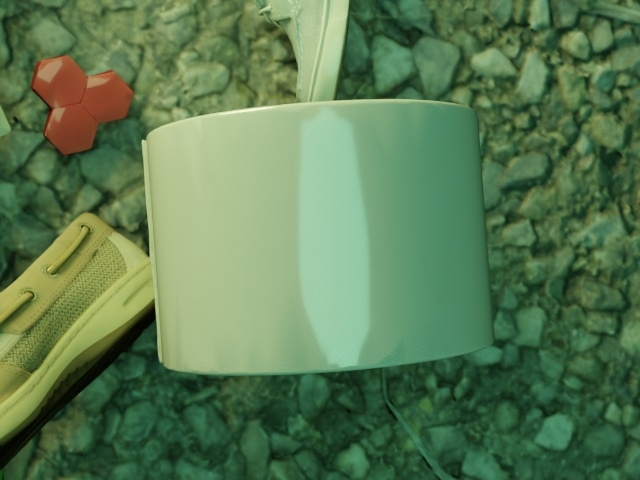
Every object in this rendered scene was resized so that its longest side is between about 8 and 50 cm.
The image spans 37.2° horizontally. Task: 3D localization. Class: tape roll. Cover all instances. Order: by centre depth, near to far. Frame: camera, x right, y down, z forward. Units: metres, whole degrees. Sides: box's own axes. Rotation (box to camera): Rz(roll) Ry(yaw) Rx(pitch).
[{"bbox_3d":[0.000,0.000,0.697,0.246,0.246,0.169,-5,90,-9],"label":"tape roll"}]

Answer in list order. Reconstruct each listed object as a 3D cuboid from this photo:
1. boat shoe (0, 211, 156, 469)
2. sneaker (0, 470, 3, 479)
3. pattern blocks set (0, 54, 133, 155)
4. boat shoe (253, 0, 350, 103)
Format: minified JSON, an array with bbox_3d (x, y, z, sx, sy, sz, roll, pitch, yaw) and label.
[{"bbox_3d":[-0.238,0.094,0.659,0.110,0.341,0.122,43,128,0],"label":"boat shoe"},{"bbox_3d":[-0.293,0.227,0.691,0.146,0.134,0.344,-2,83,-36],"label":"sneaker"},{"bbox_3d":[-0.334,-0.104,0.707,0.325,0.026,0.285,-40,116,-9],"label":"pattern blocks set"},{"bbox_3d":[-0.015,-0.211,0.788,0.081,0.079,0.228,3,84,0],"label":"boat shoe"}]
